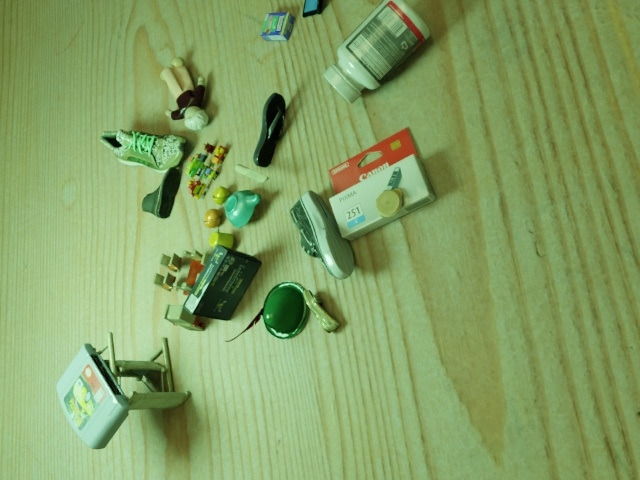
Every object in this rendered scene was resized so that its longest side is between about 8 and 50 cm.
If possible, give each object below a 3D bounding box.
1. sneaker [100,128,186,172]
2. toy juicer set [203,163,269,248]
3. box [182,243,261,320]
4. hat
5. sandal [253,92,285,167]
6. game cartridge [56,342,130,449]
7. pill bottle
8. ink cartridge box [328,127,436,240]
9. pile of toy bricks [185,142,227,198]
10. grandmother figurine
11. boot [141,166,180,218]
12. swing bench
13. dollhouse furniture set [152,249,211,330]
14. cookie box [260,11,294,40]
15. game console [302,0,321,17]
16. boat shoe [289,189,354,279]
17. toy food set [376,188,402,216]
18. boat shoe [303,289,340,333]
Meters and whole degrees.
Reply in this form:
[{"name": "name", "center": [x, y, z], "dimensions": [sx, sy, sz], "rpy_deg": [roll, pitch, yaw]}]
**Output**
[{"name": "sneaker", "center": [-0.696, -0.362, 2.251], "dimensions": [0.410, 0.182, 0.158], "rpy_deg": [5, 80, 32]}, {"name": "toy juicer set", "center": [-0.285, -0.134, 2.004], "dimensions": [0.329, 0.089, 0.209], "rpy_deg": [-52, 44, 19]}, {"name": "box", "center": [-0.313, 0.140, 1.882], "dimensions": [0.059, 0.183, 0.233], "rpy_deg": [33, 94, 33]}, {"name": "hat", "center": [-0.155, 0.212, 1.765], "dimensions": [0.173, 0.183, 0.209], "rpy_deg": [-3, 76, 30]}, {"name": "sandal", "center": [-0.159, -0.371, 1.986], "dimensions": [0.054, 0.097, 0.255], "rpy_deg": [17, 96, 34]}, {"name": "game cartridge", "center": [-0.712, 0.487, 1.809], "dimensions": [0.294, 0.060, 0.196], "rpy_deg": [42, 104, 33]}, {"name": "pill bottle", "center": [0.164, -0.578, 1.789], "dimensions": [0.318, 0.176, 0.176], "rpy_deg": [-43, 59, 15]}, {"name": "ink cartridge box", "center": [0.163, -0.176, 1.748], "dimensions": [0.296, 0.066, 0.261], "rpy_deg": [-27, 66, 23]}, {"name": "pile of toy bricks", "center": [-0.439, -0.268, 2.115], "dimensions": [0.118, 0.105, 0.212], "rpy_deg": [32, 95, 34]}, {"name": "grandmother figurine", "center": [-0.522, -0.546, 2.248], "dimensions": [0.208, 0.104, 0.342], "rpy_deg": [-46, 56, 23]}, {"name": "boot", "center": [-0.619, -0.190, 2.228], "dimensions": [0.137, 0.077, 0.198], "rpy_deg": [13, 83, 38]}, {"name": "swing bench", "center": [-0.611, 0.458, 1.937], "dimensions": [0.165, 0.253, 0.255], "rpy_deg": [-43, 59, 15]}, {"name": "dollhouse furniture set", "center": [-0.439, 0.168, 2.009], "dimensions": [0.262, 0.135, 0.259], "rpy_deg": [-2, 65, 31]}, {"name": "cookie box", "center": [-0.157, -0.776, 2.118], "dimensions": [0.107, 0.040, 0.092], "rpy_deg": [12, 82, 32]}, {"name": "game console", "center": [-0.026, -0.859, 2.046], "dimensions": [0.071, 0.107, 0.122], "rpy_deg": [7, 80, 4]}, {"name": "boat shoe", "center": [0.000, 0.000, 1.784], "dimensions": [0.119, 0.121, 0.335], "rpy_deg": [-43, 48, 24]}, {"name": "toy food set", "center": [0.195, -0.106, 1.661], "dimensions": [0.082, 0.020, 0.083], "rpy_deg": [-6, 77, 29]}, {"name": "boat shoe", "center": [0.002, 0.205, 1.752], "dimensions": [0.048, 0.056, 0.153], "rpy_deg": [-37, 62, 7]}]
